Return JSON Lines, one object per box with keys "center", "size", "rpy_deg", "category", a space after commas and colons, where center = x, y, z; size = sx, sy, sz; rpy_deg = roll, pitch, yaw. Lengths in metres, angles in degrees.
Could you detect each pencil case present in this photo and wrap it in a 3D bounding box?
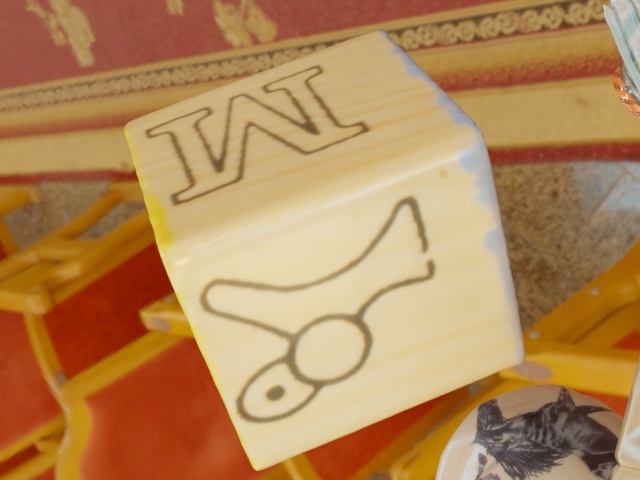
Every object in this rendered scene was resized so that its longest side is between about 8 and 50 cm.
{"center": [0.250, 0.257, 0.722], "size": [0.410, 0.160, 0.183], "rpy_deg": [39, 149, 52], "category": "pencil case"}

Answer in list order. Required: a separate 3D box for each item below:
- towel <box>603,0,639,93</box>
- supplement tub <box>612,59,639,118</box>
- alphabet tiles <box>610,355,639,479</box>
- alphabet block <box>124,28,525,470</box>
{"center": [0.481, -0.207, 1.203], "size": [0.090, 0.320, 0.374], "rpy_deg": [-15, 115, 43], "category": "towel"}
{"center": [0.631, -0.339, 1.656], "size": [0.193, 0.193, 0.316], "rpy_deg": [44, 140, 11], "category": "supplement tub"}
{"center": [0.279, 0.075, 0.453], "size": [0.285, 0.343, 0.011], "rpy_deg": [14, -179, -4], "category": "alphabet tiles"}
{"center": [0.000, 0.000, 0.683], "size": [0.193, 0.197, 0.192], "rpy_deg": [-119, 10, -57], "category": "alphabet block"}
